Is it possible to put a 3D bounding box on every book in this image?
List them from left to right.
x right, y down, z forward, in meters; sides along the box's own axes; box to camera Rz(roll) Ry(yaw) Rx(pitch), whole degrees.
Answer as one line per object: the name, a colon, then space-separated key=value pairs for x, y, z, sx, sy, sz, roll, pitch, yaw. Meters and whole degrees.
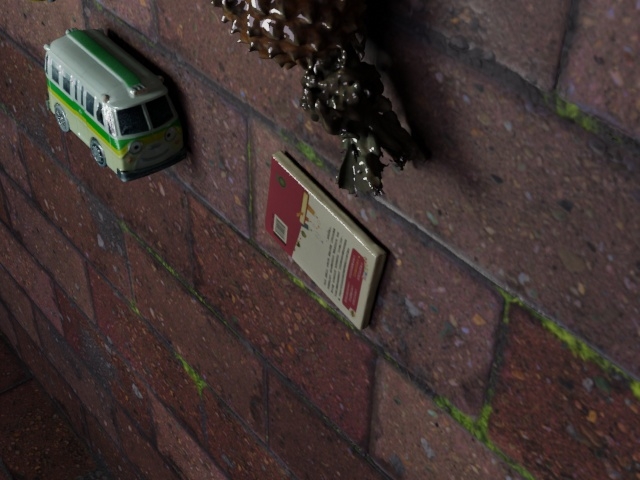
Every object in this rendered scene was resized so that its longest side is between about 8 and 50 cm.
book: x=0.000 y=0.000 z=1.282 sx=0.232 sy=0.022 sz=0.162 roll=45 pitch=147 yaw=28

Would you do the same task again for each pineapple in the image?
pineapple: x=0.003 y=-0.222 z=0.999 sx=0.361 sy=0.175 sz=0.175 roll=55 pitch=151 yaw=-11

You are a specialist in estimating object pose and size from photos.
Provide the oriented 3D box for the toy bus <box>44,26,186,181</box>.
toy bus: x=-0.349 y=-0.233 z=1.523 sx=0.276 sy=0.133 sz=0.165 roll=39 pitch=142 yaw=35
